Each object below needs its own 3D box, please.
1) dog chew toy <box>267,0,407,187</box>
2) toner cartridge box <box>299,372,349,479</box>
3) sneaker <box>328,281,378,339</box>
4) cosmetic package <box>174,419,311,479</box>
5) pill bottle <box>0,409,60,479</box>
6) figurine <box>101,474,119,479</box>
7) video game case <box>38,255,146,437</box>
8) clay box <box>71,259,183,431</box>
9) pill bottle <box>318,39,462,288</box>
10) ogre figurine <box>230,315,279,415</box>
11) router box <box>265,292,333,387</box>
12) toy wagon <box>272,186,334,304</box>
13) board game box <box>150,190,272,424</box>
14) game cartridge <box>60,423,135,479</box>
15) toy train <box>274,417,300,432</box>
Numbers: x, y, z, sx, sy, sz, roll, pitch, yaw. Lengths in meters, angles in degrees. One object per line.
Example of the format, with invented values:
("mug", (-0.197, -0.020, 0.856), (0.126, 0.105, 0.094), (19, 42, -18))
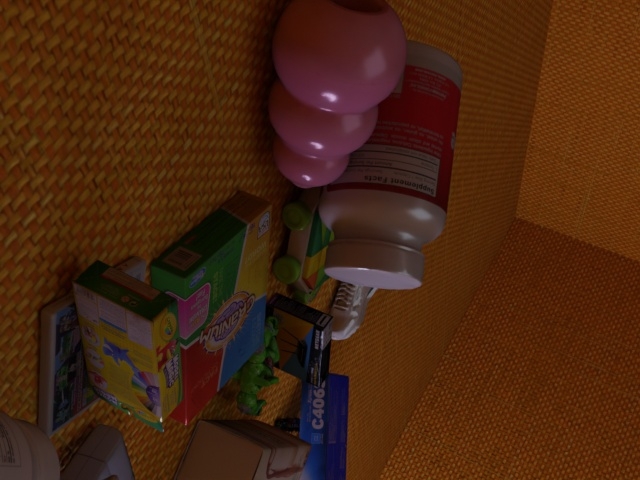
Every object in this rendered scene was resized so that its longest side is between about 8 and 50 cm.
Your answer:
("dog chew toy", (0.009, -0.226, 1.325), (0.206, 0.207, 0.331), (-42, 155, -50))
("toner cartridge box", (0.008, 0.499, 2.049), (0.165, 0.075, 0.347), (32, 58, -67))
("sneaker", (0.071, 0.128, 2.021), (0.235, 0.090, 0.095), (-62, 147, -25))
("cosmetic package", (-0.144, 0.440, 1.679), (0.129, 0.153, 0.296), (-68, 161, -4))
("pill bottle", (-0.389, 0.233, 0.827), (0.160, 0.160, 0.283), (-65, 160, -9))
("figurine", (-0.314, 0.377, 0.961), (0.209, 0.092, 0.215), (-50, -173, 44))
("video game case", (-0.308, 0.141, 1.139), (0.183, 0.023, 0.201), (-37, 145, -55))
("clay box", (-0.243, 0.142, 1.082), (0.053, 0.127, 0.222), (-48, 153, -42))
("pill bottle", (0.120, -0.129, 1.504), (0.229, 0.229, 0.407), (41, 56, -69))
("ogre figurine", (-0.122, 0.250, 1.621), (0.197, 0.097, 0.118), (-59, 173, 9))
("router box", (-0.045, 0.203, 1.705), (0.046, 0.133, 0.179), (-49, 152, -43))
("toy wagon", (0.000, 0.000, 1.705), (0.267, 0.068, 0.344), (-36, 143, -55))
("board game box", (-0.175, 0.110, 1.381), (0.242, 0.064, 0.316), (-46, 150, -46))
("game cartridge", (-0.350, 0.422, 1.188), (0.198, 0.062, 0.297), (100, 10, -52))
("toy train", (-0.076, 0.445, 2.036), (0.158, 0.027, 0.036), (36, 66, -69))
